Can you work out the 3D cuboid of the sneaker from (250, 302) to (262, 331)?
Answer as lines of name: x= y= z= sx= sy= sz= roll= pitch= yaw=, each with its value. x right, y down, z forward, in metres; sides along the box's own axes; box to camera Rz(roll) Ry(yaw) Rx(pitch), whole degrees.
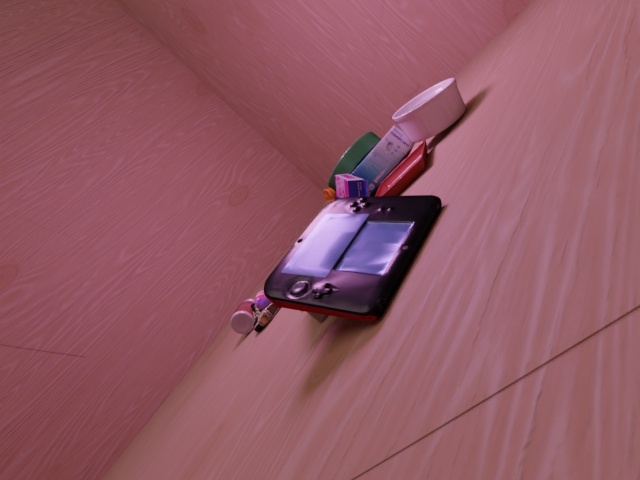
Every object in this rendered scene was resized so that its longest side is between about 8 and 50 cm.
sneaker: x=-0.286 y=0.334 z=1.984 sx=0.084 sy=0.097 sz=0.235 roll=-48 pitch=7 yaw=8

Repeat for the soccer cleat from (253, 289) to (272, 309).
soccer cleat: x=-0.216 y=0.245 z=1.992 sx=0.095 sy=0.083 sz=0.248 roll=-29 pitch=-1 yaw=23

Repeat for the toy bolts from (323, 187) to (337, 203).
toy bolts: x=0.029 y=-0.100 z=1.995 sx=0.158 sy=0.218 sz=0.228 roll=-36 pitch=-4 yaw=-16

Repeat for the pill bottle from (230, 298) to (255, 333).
pill bottle: x=-0.371 y=0.374 z=2.208 sx=0.121 sy=0.121 sz=0.216 roll=-47 pitch=7 yaw=13

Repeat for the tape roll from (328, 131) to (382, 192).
tape roll: x=0.167 y=-0.350 z=2.026 sx=0.321 sy=0.077 sz=0.321 roll=-48 pitch=-11 yaw=-12

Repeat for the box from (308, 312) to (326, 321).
box: x=-0.018 y=0.115 z=1.317 sx=0.121 sy=0.148 sz=0.311 roll=-47 pitch=8 yaw=4

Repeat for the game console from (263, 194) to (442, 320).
game console: x=0.071 y=0.020 z=1.047 sx=0.341 sy=0.060 sz=0.387 roll=-1 pitch=41 yaw=43

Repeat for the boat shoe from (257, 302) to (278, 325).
boat shoe: x=-0.213 y=0.304 z=1.887 sx=0.153 sy=0.056 sz=0.048 roll=-44 pitch=-2 yaw=-37

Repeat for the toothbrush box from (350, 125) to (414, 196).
toothbrush box: x=0.266 y=-0.329 z=1.933 sx=0.296 sy=0.126 sz=0.216 roll=-48 pitch=-7 yaw=-3

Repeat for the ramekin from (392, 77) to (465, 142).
ramekin: x=0.438 y=-0.511 z=1.745 sx=0.277 sy=0.135 sz=0.277 roll=-33 pitch=17 yaw=11

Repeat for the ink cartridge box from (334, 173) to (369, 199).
ink cartridge box: x=0.121 y=-0.158 z=1.696 sx=0.069 sy=0.176 sz=0.371 roll=-7 pitch=13 yaw=-8

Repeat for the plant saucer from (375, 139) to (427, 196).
plant saucer: x=0.311 y=-0.244 z=1.654 sx=0.259 sy=0.047 sz=0.258 roll=-46 pitch=7 yaw=30
